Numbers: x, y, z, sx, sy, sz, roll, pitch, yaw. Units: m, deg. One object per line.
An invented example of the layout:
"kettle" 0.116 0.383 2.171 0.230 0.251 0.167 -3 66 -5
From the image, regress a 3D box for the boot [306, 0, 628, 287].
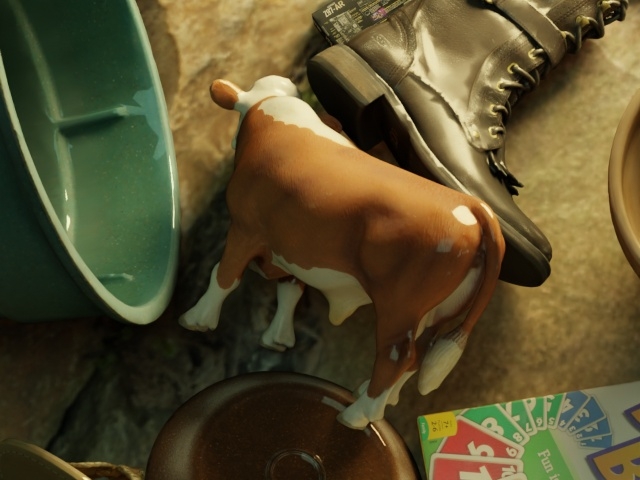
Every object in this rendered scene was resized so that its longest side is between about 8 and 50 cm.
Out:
"boot" 0.143 -0.119 1.231 0.229 0.091 0.263 -38 77 -16

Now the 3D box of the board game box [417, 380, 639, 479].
"board game box" 0.204 0.163 1.137 0.259 0.039 0.124 -9 68 1

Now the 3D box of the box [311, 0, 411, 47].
"box" 0.045 -0.173 1.304 0.083 0.018 0.067 -33 67 -7

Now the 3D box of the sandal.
"sandal" -0.114 0.200 1.155 0.240 0.088 0.079 34 44 12

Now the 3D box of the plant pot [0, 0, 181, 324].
"plant pot" -0.313 -0.073 1.161 0.334 0.341 0.341 -13 66 11

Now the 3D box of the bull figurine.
"bull figurine" 0.000 0.000 1.156 0.310 0.101 0.188 28 103 49

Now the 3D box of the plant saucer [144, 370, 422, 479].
"plant saucer" -0.019 0.167 1.124 0.199 0.036 0.198 7 55 -10

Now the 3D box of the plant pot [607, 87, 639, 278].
"plant pot" 0.321 -0.024 1.155 0.237 0.110 0.237 -3 67 7
